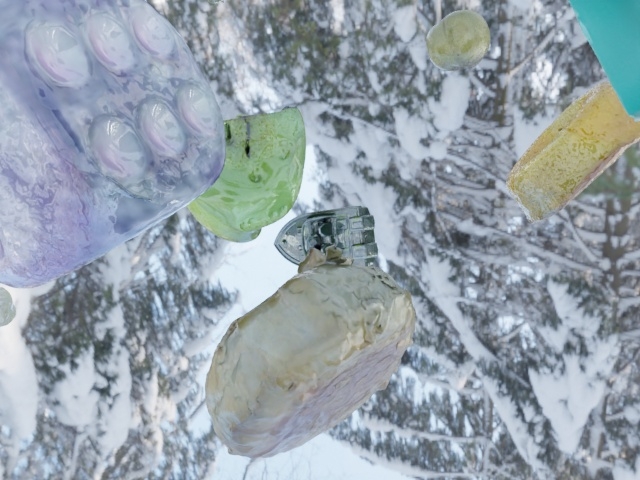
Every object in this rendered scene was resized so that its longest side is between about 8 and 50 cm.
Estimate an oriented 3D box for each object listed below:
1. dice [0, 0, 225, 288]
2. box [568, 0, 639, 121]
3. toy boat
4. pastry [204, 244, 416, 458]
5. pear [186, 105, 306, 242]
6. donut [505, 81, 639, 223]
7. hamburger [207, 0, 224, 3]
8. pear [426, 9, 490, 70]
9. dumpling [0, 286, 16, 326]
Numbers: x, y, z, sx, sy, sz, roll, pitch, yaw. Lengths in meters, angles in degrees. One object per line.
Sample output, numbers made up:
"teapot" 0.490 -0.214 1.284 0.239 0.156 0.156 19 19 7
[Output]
"dice" -0.297 -0.122 0.691 0.271 0.270 0.270 -21 -164 31
"box" 0.223 -0.256 0.344 0.205 0.311 0.118 -25 178 -14
"toy boat" 0.000 0.000 1.407 0.319 0.141 0.092 -5 -178 44
"pastry" -0.013 0.120 0.617 0.121 0.257 0.236 50 -157 27
"pear" -0.205 -0.152 1.444 0.342 0.318 0.238 -14 -171 -21
"donut" 0.472 -0.172 1.104 0.110 0.303 0.303 44 -136 2
"hamburger" -0.188 -0.551 0.988 0.134 0.265 0.285 2 172 -22
"pear" 0.346 -0.496 1.476 0.167 0.136 0.167 -14 -171 2
"dumpling" -0.487 0.098 0.889 0.057 0.076 0.052 38 -123 1
